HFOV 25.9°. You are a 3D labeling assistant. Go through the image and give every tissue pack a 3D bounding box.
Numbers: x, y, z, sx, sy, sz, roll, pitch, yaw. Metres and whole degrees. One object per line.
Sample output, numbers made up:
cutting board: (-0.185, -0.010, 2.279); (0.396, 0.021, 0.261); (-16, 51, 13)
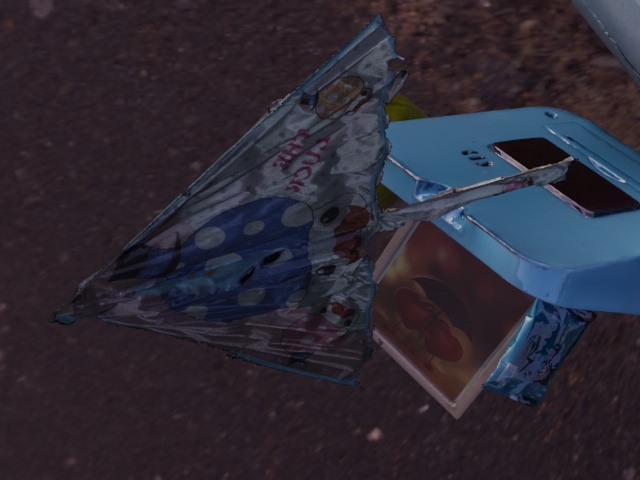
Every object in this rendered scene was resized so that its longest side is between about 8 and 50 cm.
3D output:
tissue pack: (0.257, 0.130, 1.628); (0.085, 0.028, 0.138); (24, 100, -23)

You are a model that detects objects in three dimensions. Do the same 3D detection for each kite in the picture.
kite: (0.000, -0.001, 0.919); (0.368, 0.406, 0.014); (-16, 56, -12)

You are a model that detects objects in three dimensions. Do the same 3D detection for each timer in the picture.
timer: (0.176, -0.018, 1.111); (0.232, 0.250, 0.091); (42, 125, 40)

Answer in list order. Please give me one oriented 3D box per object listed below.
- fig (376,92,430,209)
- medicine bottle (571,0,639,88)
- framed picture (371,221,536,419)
fig: (0.040, -0.129, 1.874); (0.230, 0.207, 0.207); (-39, 84, -10)
medicine bottle: (0.391, -0.353, 1.643); (0.245, 0.245, 0.290); (-42, 83, 21)
framed picture: (0.164, 0.072, 1.749); (0.211, 0.020, 0.289); (44, 134, 13)
